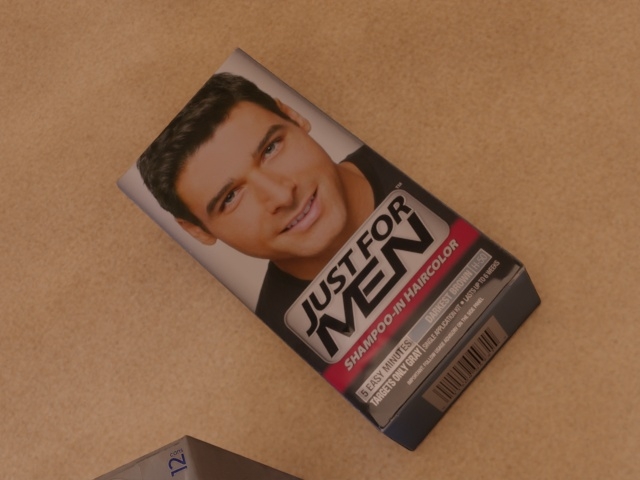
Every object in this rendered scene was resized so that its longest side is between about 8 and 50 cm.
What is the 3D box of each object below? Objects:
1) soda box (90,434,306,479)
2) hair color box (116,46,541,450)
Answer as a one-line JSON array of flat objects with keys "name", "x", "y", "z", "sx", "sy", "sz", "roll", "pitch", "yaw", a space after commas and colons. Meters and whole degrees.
[{"name": "soda box", "x": -0.067, "y": 0.236, "z": 0.816, "sx": 0.091, "sy": 0.286, "sz": 0.098, "roll": -27, "pitch": 63, "yaw": 10}, {"name": "hair color box", "x": 0.000, "y": 0.000, "z": 0.979, "sx": 0.374, "sy": 0.113, "sz": 0.185, "roll": 40, "pitch": 87, "yaw": 28}]
